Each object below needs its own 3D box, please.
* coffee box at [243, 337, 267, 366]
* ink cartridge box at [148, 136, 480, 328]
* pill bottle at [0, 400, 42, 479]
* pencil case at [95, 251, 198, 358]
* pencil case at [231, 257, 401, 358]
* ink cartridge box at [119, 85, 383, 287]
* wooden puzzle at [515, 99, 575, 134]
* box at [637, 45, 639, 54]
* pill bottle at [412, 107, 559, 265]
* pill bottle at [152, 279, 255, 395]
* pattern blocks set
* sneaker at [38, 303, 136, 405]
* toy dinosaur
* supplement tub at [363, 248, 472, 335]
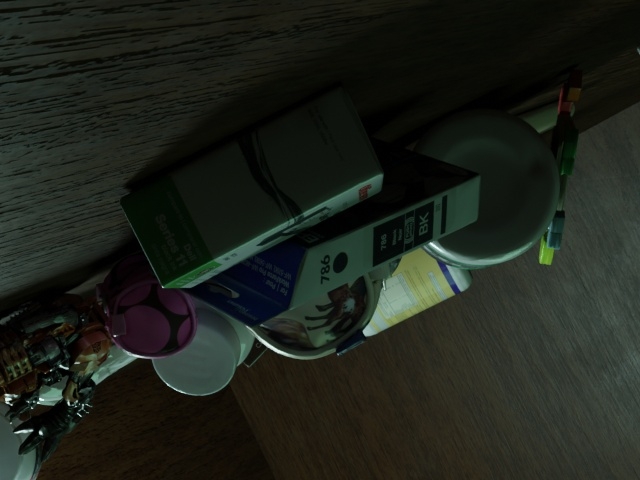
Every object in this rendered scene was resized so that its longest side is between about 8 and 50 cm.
[{"bbox_3d":[-0.085,0.079,1.679,0.141,0.098,0.246,-48,-175,8],"label":"coffee box"},{"bbox_3d":[0.000,-0.021,1.156,0.165,0.065,0.332,24,-144,38],"label":"ink cartridge box"},{"bbox_3d":[-0.621,0.393,2.041,0.210,0.210,0.363,-25,176,-14],"label":"pill bottle"},{"bbox_3d":[-0.189,0.069,1.200,0.098,0.095,0.209,3,-176,-13],"label":"pencil case"},{"bbox_3d":[0.019,0.025,1.423,0.183,0.160,0.410,-6,-171,10],"label":"pencil case"},{"bbox_3d":[-0.052,-0.041,0.980,0.208,0.087,0.153,-27,177,1],"label":"ink cartridge box"},{"bbox_3d":[0.259,-0.120,2.002,0.322,0.081,0.347,-22,174,-44],"label":"wooden puzzle"},{"bbox_3d":[0.563,-0.286,1.763,0.102,0.087,0.101,-28,176,18],"label":"box"},{"bbox_3d":[0.217,-0.062,1.595,0.204,0.204,0.361,-27,176,3],"label":"pill bottle"},{"bbox_3d":[-0.134,0.090,1.391,0.121,0.121,0.221,-28,-160,19],"label":"pill bottle"},{"bbox_3d":[0.348,-0.107,1.644,0.026,0.286,0.325,8,-174,8],"label":"pattern blocks set"},{"bbox_3d":[-0.292,0.119,1.554,0.305,0.114,0.152,-30,167,-46],"label":"sneaker"},{"bbox_3d":[-0.309,0.138,1.324,0.321,0.164,0.218,2,143,-33],"label":"toy dinosaur"},{"bbox_3d":[0.139,0.063,2.454,0.331,0.241,0.241,-27,176,7],"label":"supplement tub"}]
